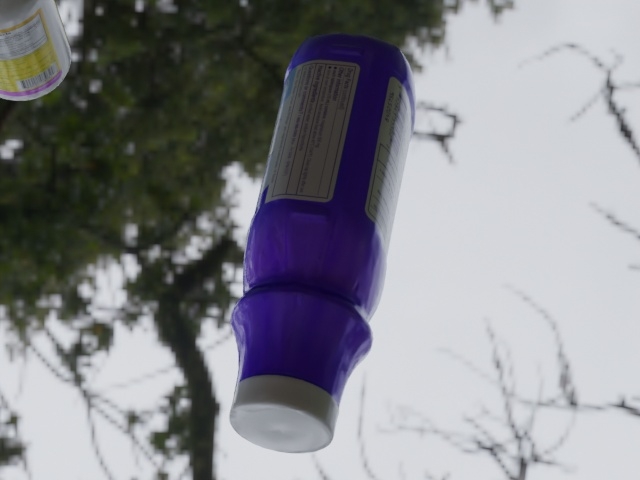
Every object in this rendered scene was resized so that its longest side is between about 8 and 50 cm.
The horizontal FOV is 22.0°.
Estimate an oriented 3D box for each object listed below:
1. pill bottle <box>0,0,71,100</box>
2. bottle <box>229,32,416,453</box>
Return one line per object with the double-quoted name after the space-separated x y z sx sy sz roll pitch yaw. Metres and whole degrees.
-0.135 -0.099 0.704 0.043 0.083 0.043 -1 -119 2 "pill bottle"
0.000 0.000 1.081 0.092 0.118 0.283 7 -122 8 "bottle"
